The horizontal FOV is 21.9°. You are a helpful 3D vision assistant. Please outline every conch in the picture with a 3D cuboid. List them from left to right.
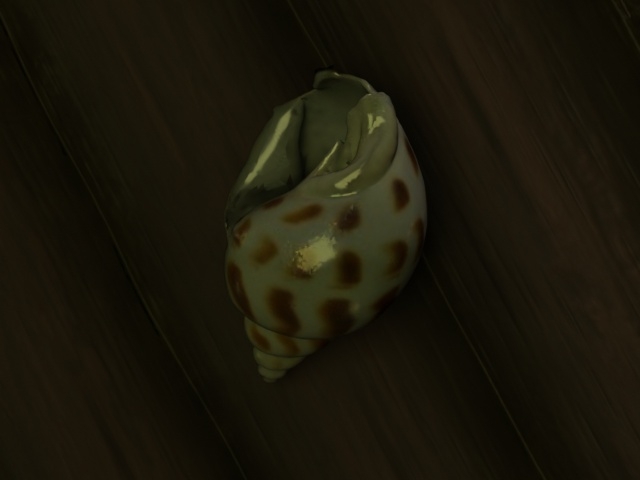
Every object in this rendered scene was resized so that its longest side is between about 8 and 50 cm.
[{"bbox_3d":[0.000,0.000,1.420,0.149,0.183,0.275,32,105,-32],"label":"conch"}]
